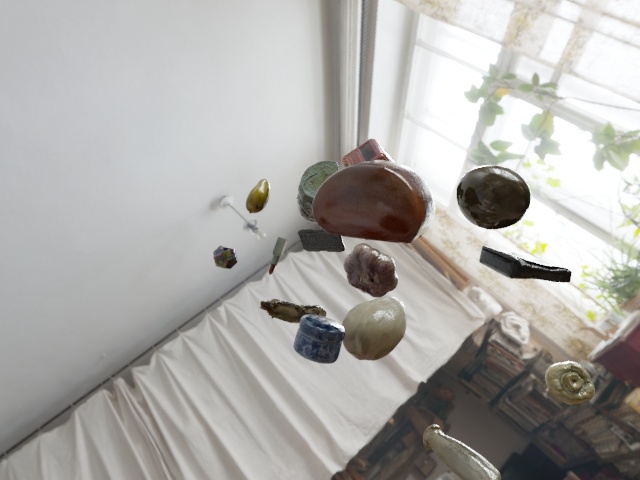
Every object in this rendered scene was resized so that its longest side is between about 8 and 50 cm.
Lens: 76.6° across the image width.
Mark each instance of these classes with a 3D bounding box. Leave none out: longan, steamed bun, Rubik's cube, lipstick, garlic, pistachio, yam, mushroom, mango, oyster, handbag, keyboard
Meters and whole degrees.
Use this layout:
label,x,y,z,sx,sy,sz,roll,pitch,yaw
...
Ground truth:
label,x,y,z,sx,sy,sz,roll,pitch,yaw
longan,0.568,-0.144,1.353,0.248,0.248,0.248,-34,-31,-24
steamed bun,0.174,-0.139,1.329,0.235,0.380,0.247,-21,-64,-56
Rubik's cube,-0.410,0.072,1.749,0.111,0.111,0.093,15,-92,-59
lipstick,-0.146,0.054,1.345,0.030,0.030,0.129,59,-132,-74
garlic,0.134,0.087,1.110,0.147,0.159,0.102,-30,10,42
pistachio,0.221,0.343,1.615,0.332,0.226,0.207,-30,-17,-31
yam,-0.010,-0.205,1.847,0.202,0.202,0.271,-8,-20,-5
mushroom,0.844,0.481,1.373,0.148,0.148,0.112,-44,-20,-7
mango,-0.241,-0.177,1.601,0.103,0.076,0.160,92,-166,-55
oyster,-0.117,0.302,1.760,0.345,0.078,0.128,20,-57,-33
handbag,0.708,0.091,1.425,0.223,0.247,0.080,11,-80,-10
keyboard,0.000,0.000,1.657,0.016,0.263,0.106,-31,-71,-36
mushroom,0.652,1.000,1.839,0.154,0.408,0.137,-16,-65,-28

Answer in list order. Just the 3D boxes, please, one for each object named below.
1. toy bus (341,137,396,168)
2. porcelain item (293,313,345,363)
label,x,y,z,sx,sy,sz,roll,pitch,yaw
toy bus,0.297,-0.264,1.906,0.233,0.203,0.427,-36,-49,19
porcelain item,-0.002,0.300,1.260,0.147,0.147,0.114,10,-82,-58
